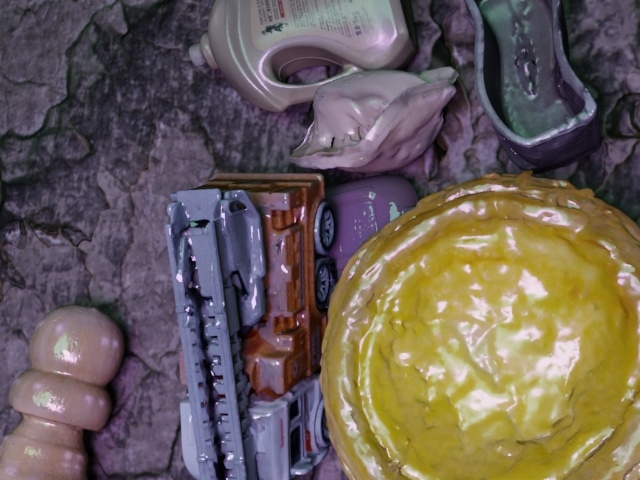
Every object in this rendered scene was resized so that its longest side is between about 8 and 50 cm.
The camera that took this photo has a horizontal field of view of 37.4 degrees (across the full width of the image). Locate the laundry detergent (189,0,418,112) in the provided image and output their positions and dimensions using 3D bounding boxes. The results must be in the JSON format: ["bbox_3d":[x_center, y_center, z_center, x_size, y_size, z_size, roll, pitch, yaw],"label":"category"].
[{"bbox_3d":[-0.028,-0.237,1.055,0.253,0.091,0.181,-14,79,16],"label":"laundry detergent"}]

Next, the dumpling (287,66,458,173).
[{"bbox_3d":[0.055,-0.122,0.969,0.199,0.136,0.118,-31,99,8],"label":"dumpling"}]

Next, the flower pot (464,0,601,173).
[{"bbox_3d":[0.204,-0.187,0.952,0.103,0.108,0.229,-17,71,15],"label":"flower pot"}]

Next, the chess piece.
[{"bbox_3d":[-0.293,0.196,1.028,0.142,0.143,0.261,8,76,21],"label":"chess piece"}]

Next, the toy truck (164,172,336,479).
[{"bbox_3d":[-0.073,0.110,0.908,0.132,0.184,0.339,2,100,20],"label":"toy truck"}]

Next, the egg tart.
[{"bbox_3d":[0.169,0.111,0.877,0.345,0.132,0.346,-5,76,19],"label":"egg tart"}]

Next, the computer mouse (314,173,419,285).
[{"bbox_3d":[0.000,0.000,1.005,0.232,0.057,0.120,-13,76,20],"label":"computer mouse"}]
